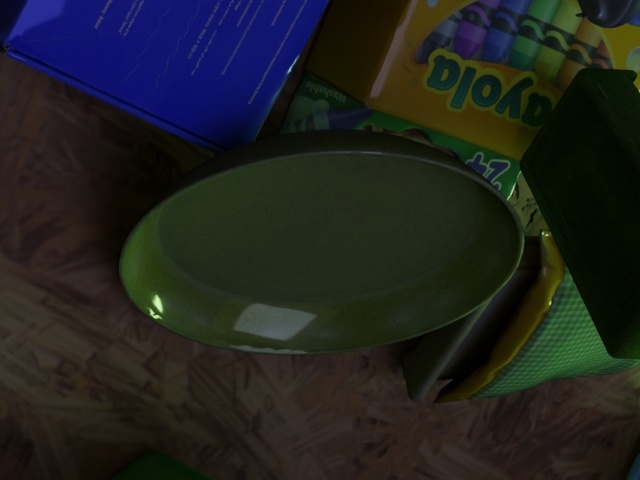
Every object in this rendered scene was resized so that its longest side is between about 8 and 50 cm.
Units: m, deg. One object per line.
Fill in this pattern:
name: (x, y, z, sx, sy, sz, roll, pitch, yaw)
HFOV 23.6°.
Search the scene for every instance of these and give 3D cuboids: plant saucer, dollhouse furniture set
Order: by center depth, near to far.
plant saucer: (0.000, 0.000, 0.918, 0.240, 0.037, 0.241, -4, 150, -2)
dollhouse furniture set: (0.206, 0.048, 0.991, 0.197, 0.151, 0.301, 0, 139, -29)

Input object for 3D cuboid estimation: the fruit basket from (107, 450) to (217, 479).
fruit basket: (-0.114, 0.324, 0.866, 0.392, 0.392, 0.283, -35, 125, -13)

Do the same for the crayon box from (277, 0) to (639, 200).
crayon box: (0.128, -0.167, 0.960, 0.203, 0.083, 0.323, 16, 103, -35)

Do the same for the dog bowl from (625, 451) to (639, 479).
dog bowl: (0.304, 0.268, 1.152, 0.074, 0.297, 0.166, 16, 141, -26)

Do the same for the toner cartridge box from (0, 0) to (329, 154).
toner cartridge box: (-0.038, -0.232, 0.837, 0.165, 0.075, 0.348, 25, 98, -37)

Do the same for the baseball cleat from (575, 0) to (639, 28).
baseball cleat: (0.197, -0.226, 0.880, 0.109, 0.072, 0.206, -16, 123, -31)
